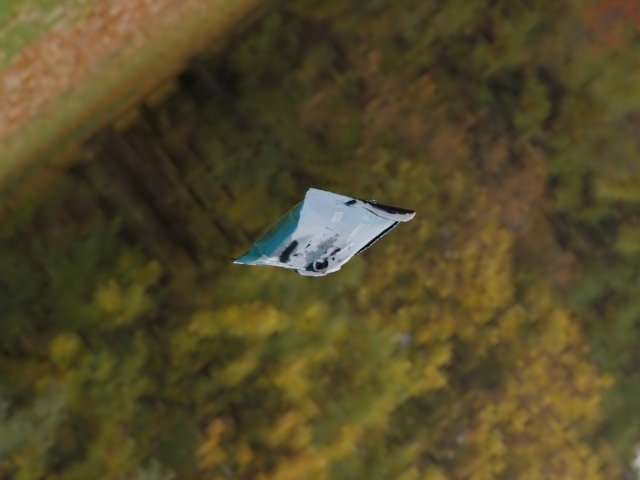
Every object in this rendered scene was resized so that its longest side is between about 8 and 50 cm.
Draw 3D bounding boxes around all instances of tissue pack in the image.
[{"bbox_3d":[0.000,0.000,1.329,0.085,0.028,0.138,8,153,-25],"label":"tissue pack"}]
